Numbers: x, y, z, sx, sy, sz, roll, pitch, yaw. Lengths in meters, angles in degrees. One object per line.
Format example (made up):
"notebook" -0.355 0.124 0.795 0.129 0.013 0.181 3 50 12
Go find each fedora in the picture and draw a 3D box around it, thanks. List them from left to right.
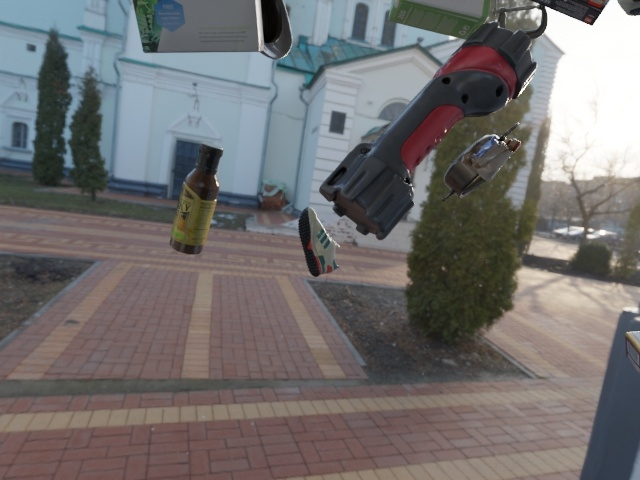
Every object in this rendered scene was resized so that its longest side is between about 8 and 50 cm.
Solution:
"fedora" -0.191 -0.559 0.960 0.125 0.275 0.243 -4 43 30

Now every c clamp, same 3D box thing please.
"c clamp" 0.590 -0.665 1.193 0.161 0.137 0.022 11 30 19

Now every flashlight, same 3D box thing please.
"flashlight" 0.141 -0.132 0.494 0.103 0.304 0.103 24 -20 48

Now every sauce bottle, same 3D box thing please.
"sauce bottle" -0.376 -0.129 1.241 0.112 0.344 0.111 18 15 -5

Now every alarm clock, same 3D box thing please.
"alarm clock" 0.310 -0.157 0.773 0.129 0.064 0.192 -29 -15 -32

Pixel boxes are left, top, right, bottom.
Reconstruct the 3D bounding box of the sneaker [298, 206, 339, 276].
"sneaker" 0.000 0.000 0.926 0.076 0.161 0.057 -8 -8 -31

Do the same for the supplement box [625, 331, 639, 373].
"supplement box" 0.470 0.152 0.542 0.083 0.043 0.055 -8 14 20

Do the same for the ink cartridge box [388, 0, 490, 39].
"ink cartridge box" 0.111 -0.380 0.529 0.235 0.171 0.056 11 -7 -5

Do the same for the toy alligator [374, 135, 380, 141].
"toy alligator" 0.230 -0.353 1.452 0.056 0.051 0.189 38 10 0

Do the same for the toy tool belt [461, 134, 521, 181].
"toy tool belt" 0.248 -0.129 0.587 0.051 0.083 0.052 39 -18 19

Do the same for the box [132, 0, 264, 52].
"box" -0.231 -0.512 0.719 0.233 0.321 0.058 0 28 2

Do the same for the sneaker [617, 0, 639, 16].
"sneaker" 0.384 -0.292 0.390 0.170 0.071 0.068 -14 -12 21

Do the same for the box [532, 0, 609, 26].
"box" 0.442 -0.492 0.748 0.207 0.114 0.036 33 -8 14
